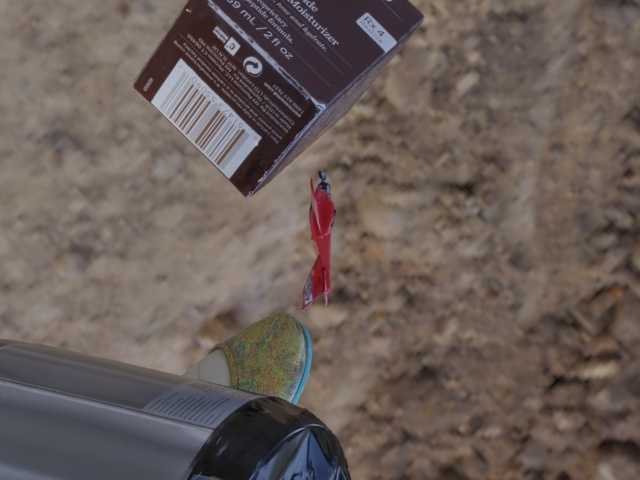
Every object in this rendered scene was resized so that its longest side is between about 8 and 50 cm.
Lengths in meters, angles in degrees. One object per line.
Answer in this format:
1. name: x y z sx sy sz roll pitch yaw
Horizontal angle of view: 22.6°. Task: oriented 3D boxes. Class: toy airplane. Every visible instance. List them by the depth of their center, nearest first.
1. toy airplane: 0.000 0.000 1.619 0.151 0.028 0.151 3 90 -88

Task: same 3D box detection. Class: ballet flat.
1. ballet flat: -0.127 0.194 1.637 0.123 0.123 0.348 -25 160 -44

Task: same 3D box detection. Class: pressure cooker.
1. pressure cooker: -0.218 0.271 1.351 0.370 0.420 0.376 62 43 -59

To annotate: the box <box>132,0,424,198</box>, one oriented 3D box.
1. box: -0.042 -0.186 1.585 0.203 0.168 0.167 -45 178 -43
